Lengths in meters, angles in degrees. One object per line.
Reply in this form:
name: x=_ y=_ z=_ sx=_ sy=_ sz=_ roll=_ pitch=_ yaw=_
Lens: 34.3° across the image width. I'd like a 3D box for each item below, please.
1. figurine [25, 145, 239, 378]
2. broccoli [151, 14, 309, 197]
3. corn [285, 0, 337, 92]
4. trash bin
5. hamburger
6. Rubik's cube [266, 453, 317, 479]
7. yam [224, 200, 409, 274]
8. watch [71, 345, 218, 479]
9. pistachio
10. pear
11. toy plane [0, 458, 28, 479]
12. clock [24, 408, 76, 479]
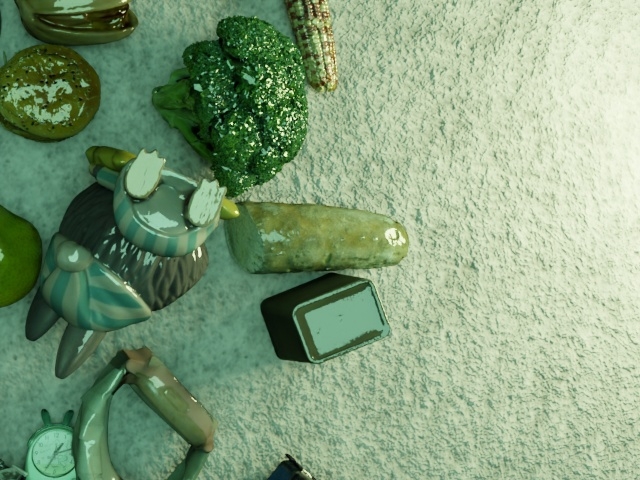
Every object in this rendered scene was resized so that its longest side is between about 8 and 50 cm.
figurine: x=-0.306 y=0.058 z=1.643 sx=0.266 sy=0.361 sz=0.378 roll=22 pitch=86 yaw=-13
broccoli: x=-0.142 y=-0.235 z=1.761 sx=0.308 sy=0.275 sz=0.308 roll=-23 pitch=118 yaw=-53
corn: x=-0.017 y=-0.383 z=1.868 sx=0.079 sy=0.079 sz=0.237 roll=-12 pitch=95 yaw=-14
trash bin: x=0.004 y=0.135 z=1.781 sx=0.164 sy=0.240 sz=0.122 roll=-21 pitch=93 yaw=-12
hamburger: x=-0.464 y=-0.249 z=1.733 sx=0.177 sy=0.113 sz=0.185 roll=-44 pitch=100 yaw=-9
Rubik's cube: x=-0.007 y=0.627 z=1.718 sx=0.363 sy=0.362 sz=0.359 roll=43 pitch=77 yaw=-11
yam: x=0.000 y=0.000 z=1.845 sx=0.330 sy=0.133 sz=0.133 roll=3 pitch=89 yaw=-18
watch: x=-0.309 y=0.335 z=1.741 sx=0.241 sy=0.161 sz=0.253 roll=-43 pitch=106 yaw=-9
pistachio: x=-0.410 y=-0.396 z=1.751 sx=0.206 sy=0.131 sz=0.130 roll=-4 pitch=135 yaw=-19
pear: x=-0.533 y=0.018 z=1.661 sx=0.166 sy=0.216 sz=0.180 roll=-44 pitch=94 yaw=-15
toy plane: x=-0.557 y=0.412 z=1.724 sx=0.234 sy=0.082 sz=0.160 roll=37 pitch=112 yaw=9
clock: x=-0.450 y=0.357 z=1.767 sx=0.101 sy=0.041 sz=0.135 roll=4 pitch=87 yaw=-14
